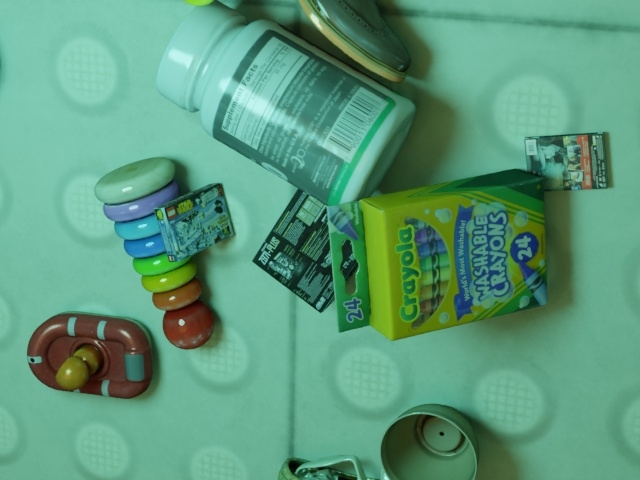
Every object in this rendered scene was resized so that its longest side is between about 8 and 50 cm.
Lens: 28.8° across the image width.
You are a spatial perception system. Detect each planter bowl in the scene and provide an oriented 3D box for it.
[{"bbox_3d":[0.189,0.335,2.048,0.162,0.109,0.162,6,109,18],"label":"planter bowl"}]

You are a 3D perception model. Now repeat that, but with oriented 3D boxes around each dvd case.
[{"bbox_3d":[0.370,-0.118,1.883,0.119,0.013,0.087,-3,106,20],"label":"dvd case"}]

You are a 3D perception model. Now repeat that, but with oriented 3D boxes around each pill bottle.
[{"bbox_3d":[-0.055,-0.209,1.905,0.361,0.204,0.204,32,115,8],"label":"pill bottle"}]

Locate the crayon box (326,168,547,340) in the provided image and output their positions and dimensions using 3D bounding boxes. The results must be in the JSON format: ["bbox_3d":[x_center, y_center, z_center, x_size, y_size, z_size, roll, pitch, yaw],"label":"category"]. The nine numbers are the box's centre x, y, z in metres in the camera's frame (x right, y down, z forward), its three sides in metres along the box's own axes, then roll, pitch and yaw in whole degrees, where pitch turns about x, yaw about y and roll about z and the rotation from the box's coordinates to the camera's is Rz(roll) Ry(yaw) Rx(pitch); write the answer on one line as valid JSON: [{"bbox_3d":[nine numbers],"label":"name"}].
[{"bbox_3d":[0.179,0.024,1.856,0.322,0.083,0.203,-12,108,-20],"label":"crayon box"}]

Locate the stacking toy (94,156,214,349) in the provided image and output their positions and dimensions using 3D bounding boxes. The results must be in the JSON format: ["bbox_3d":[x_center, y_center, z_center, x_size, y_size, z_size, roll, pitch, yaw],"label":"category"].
[{"bbox_3d":[-0.264,0.032,2.118,0.141,0.141,0.330,-10,111,23],"label":"stacking toy"}]

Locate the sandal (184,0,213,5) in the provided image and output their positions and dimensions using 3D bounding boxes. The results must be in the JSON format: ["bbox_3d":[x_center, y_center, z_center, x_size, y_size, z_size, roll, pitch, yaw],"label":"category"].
[{"bbox_3d":[-0.221,-0.470,1.926,0.317,0.138,0.126,46,131,24],"label":"sandal"}]

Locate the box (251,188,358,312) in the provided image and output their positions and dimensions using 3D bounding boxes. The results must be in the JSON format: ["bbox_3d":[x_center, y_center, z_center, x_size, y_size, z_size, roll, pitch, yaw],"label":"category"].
[{"bbox_3d":[0.000,0.000,2.024,0.147,0.077,0.180,36,116,6],"label":"box"}]

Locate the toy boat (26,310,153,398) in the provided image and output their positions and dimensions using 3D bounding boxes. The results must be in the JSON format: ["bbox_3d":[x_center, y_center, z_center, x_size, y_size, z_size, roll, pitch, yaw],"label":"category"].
[{"bbox_3d":[-0.420,0.216,2.212,0.231,0.151,0.151,4,109,19],"label":"toy boat"}]

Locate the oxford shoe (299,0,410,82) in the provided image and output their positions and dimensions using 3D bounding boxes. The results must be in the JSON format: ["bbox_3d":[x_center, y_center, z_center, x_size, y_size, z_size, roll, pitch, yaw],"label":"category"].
[{"bbox_3d":[0.028,-0.395,1.858,0.132,0.130,0.364,-40,92,19],"label":"oxford shoe"}]

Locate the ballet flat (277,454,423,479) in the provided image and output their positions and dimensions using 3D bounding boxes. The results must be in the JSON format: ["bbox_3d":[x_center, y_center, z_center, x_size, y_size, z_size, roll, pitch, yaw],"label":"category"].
[{"bbox_3d":[0.085,0.423,2.119,0.348,0.123,0.123,1,108,21],"label":"ballet flat"}]

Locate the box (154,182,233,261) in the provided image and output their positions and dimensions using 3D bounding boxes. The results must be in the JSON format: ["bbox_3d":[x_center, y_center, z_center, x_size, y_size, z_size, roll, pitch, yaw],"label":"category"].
[{"bbox_3d":[-0.208,-0.031,2.059,0.027,0.137,0.094,-2,107,41],"label":"box"}]
